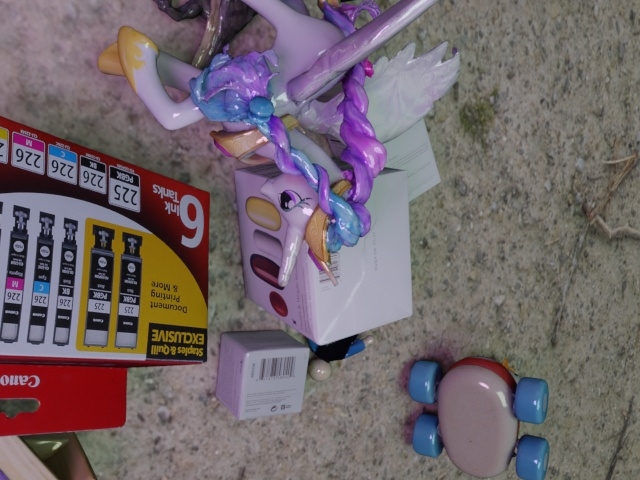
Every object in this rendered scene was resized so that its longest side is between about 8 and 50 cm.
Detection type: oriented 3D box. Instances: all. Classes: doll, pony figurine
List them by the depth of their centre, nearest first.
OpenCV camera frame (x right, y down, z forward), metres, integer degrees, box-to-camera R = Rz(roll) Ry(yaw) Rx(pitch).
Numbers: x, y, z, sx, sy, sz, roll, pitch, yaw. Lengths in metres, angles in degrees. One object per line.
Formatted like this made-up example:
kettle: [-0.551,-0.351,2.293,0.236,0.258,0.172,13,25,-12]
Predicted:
pony figurine: [-0.011,-0.176,0.674,0.351,0.303,0.363,-43,78,-6]
doll: [0.035,0.133,1.017,0.129,0.046,0.188,28,86,-33]

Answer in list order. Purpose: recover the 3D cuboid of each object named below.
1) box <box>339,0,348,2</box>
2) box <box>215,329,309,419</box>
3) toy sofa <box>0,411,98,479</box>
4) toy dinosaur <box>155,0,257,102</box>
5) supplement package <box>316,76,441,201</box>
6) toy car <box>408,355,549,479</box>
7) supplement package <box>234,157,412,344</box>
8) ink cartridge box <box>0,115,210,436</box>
box: [0.050,-0.356,0.878,0.052,0.083,0.062,-24,114,-26]
box: [-0.084,0.187,0.929,0.101,0.087,0.101,2,102,-33]
toy sofa: [-0.413,0.173,0.679,0.177,0.150,0.362,-38,119,-21]
toy dinosaur: [-0.128,-0.290,0.799,0.118,0.064,0.268,38,84,-40]
supplement package: [0.081,-0.146,0.939,0.105,0.105,0.179,-32,117,-21]
toy car: [0.303,0.273,1.166,0.238,0.219,0.210,-33,121,-55]
supplement package: [0.000,0.000,0.866,0.149,0.203,0.194,-13,108,-29]
ink cartridge box: [-0.256,0.054,0.643,0.309,0.130,0.271,18,67,-57]
